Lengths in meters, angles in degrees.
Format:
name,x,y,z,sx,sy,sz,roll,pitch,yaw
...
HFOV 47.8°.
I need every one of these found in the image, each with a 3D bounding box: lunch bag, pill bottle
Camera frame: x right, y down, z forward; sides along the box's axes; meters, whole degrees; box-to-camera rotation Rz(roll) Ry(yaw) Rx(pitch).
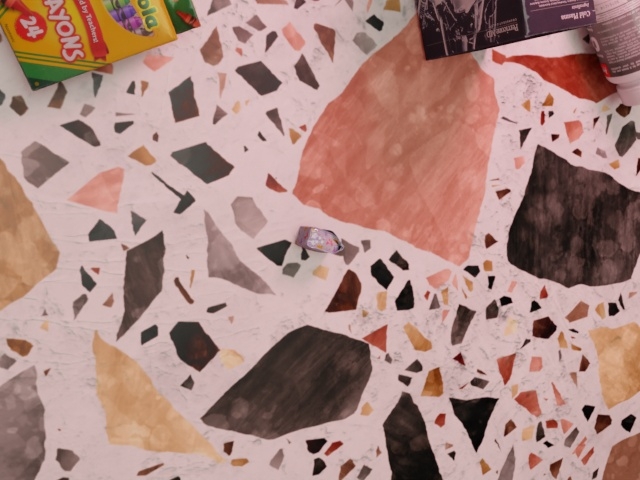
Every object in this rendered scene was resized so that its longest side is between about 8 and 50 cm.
name,x,y,z,sx,sy,sz,roll,pitch,yaw
lunch bag,0.000,0.000,1.507,0.083,0.071,0.053,21,84,-21
pill bottle,0.733,-0.473,1.706,0.161,0.161,0.283,-34,108,-15

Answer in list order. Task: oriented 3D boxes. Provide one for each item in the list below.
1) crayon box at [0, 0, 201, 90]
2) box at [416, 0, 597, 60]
name,x,y,z,sx,sy,sz,roll,pitch,yaw
crayon box,-0.385,-0.410,1.241,0.318,0.081,0.202,-22,115,-6
box,0.344,-0.546,1.437,0.179,0.343,0.312,-17,102,-21
